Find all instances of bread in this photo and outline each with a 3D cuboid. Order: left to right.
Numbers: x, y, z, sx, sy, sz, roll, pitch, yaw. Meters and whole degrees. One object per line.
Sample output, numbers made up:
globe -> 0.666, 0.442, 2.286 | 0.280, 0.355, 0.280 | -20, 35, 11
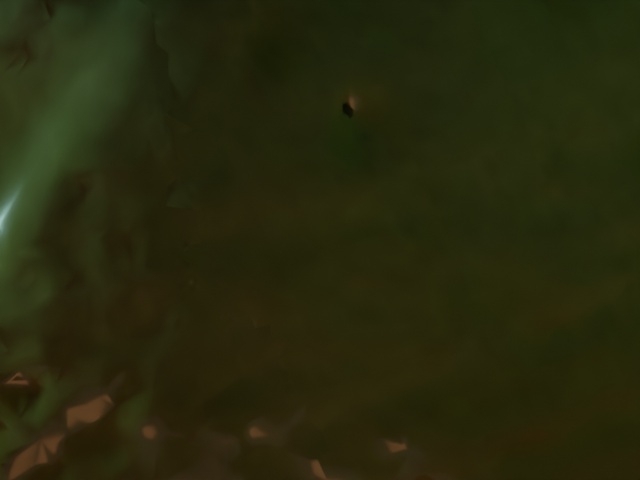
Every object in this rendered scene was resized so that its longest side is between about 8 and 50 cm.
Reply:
bread -> 0.002, 0.011, 0.491 | 0.320, 0.320, 0.237 | -1, 110, 32
